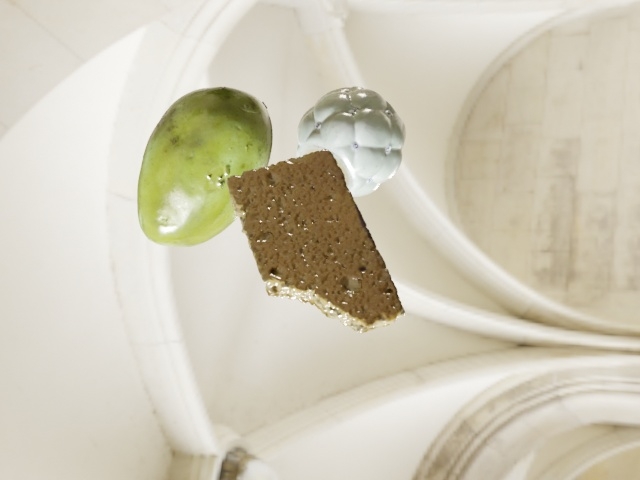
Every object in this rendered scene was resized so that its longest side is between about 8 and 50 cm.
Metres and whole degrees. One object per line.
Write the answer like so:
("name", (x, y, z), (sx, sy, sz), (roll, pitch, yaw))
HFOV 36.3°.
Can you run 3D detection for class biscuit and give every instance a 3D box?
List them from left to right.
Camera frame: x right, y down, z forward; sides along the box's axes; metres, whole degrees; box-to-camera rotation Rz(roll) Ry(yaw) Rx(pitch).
("biscuit", (-0.009, 0.007, 1.058), (0.026, 0.131, 0.237), (85, 165, -59))

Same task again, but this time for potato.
("potato", (-0.207, -0.129, 1.705), (0.304, 0.216, 0.216), (-56, -21, 18))

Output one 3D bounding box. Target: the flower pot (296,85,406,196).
("flower pot", (0.063, -0.213, 2.153), (0.195, 0.246, 0.246), (-51, -45, -31))
